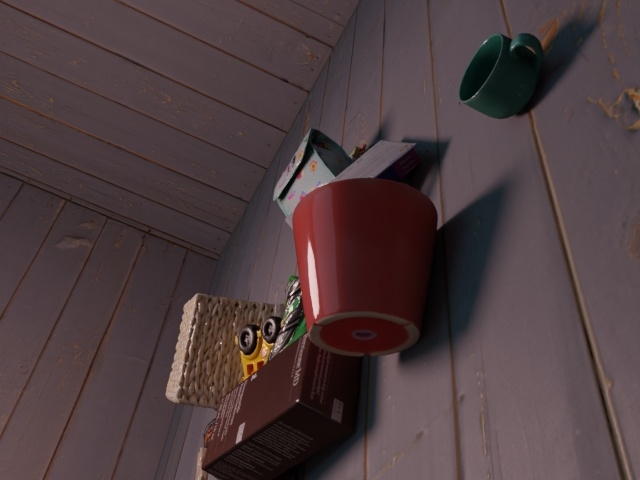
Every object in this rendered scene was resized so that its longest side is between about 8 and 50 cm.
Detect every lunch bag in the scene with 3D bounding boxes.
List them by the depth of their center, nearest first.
[{"bbox_3d":[-0.016,-0.158,1.979,0.262,0.160,0.223,55,127,33],"label":"lunch bag"}]

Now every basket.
[{"bbox_3d":[-0.281,0.333,2.067,0.331,0.266,0.328,149,132,-71],"label":"basket"}]

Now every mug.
[{"bbox_3d":[0.315,-0.272,1.201,0.129,0.097,0.158,-65,14,5],"label":"mug"}]

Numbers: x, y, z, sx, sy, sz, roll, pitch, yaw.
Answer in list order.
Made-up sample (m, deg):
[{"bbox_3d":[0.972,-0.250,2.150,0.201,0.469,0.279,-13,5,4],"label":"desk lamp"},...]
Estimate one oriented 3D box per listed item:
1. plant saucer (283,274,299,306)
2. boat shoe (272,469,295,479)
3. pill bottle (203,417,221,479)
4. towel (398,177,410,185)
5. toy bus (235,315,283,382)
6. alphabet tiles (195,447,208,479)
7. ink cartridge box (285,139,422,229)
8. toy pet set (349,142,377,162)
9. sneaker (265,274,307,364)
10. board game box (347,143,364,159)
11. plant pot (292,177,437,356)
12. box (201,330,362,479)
[{"bbox_3d":[-0.065,0.173,2.057,0.188,0.045,0.188,-52,20,46],"label":"plant saucer"},{"bbox_3d":[-0.102,0.527,1.575,0.064,0.060,0.178,-69,14,-8],"label":"boat shoe"},{"bbox_3d":[-0.258,0.566,1.970,0.130,0.130,0.245,-67,14,-2],"label":"pill bottle"},{"bbox_3d":[0.161,-0.059,1.624,0.113,0.023,0.152,136,151,-64],"label":"towel"},{"bbox_3d":[-0.102,0.307,1.777,0.220,0.149,0.211,-26,59,42],"label":"toy bus"},{"bbox_3d":[-0.312,0.690,1.826,0.278,0.021,0.284,-124,40,-72],"label":"alphabet tiles"},{"bbox_3d":[0.076,-0.107,1.647,0.324,0.071,0.330,-39,14,-1],"label":"ink cartridge box"},{"bbox_3d":[0.113,-0.217,2.036,0.114,0.065,0.122,-34,9,-15],"label":"toy pet set"},{"bbox_3d":[-0.029,0.168,1.646,0.146,0.134,0.344,37,101,33],"label":"sneaker"},{"bbox_3d":[0.069,-0.167,2.134,0.124,0.039,0.259,-40,27,61],"label":"board game box"},{"bbox_3d":[0.078,0.062,1.274,0.275,0.274,0.243,131,147,-53],"label":"plant pot"},{"bbox_3d":[-0.085,0.362,1.484,0.381,0.143,0.191,-41,25,36],"label":"box"}]
